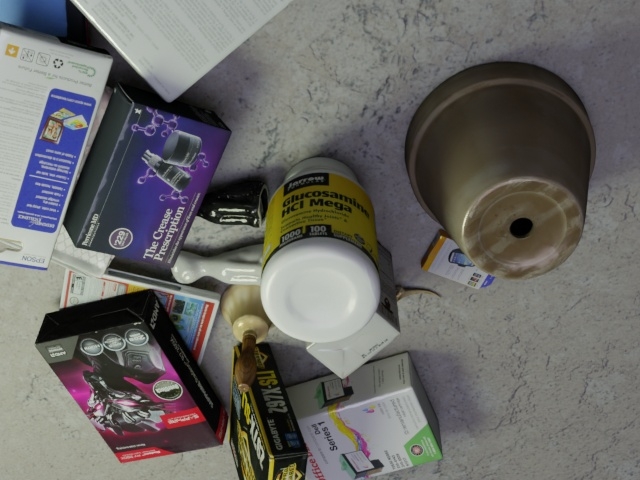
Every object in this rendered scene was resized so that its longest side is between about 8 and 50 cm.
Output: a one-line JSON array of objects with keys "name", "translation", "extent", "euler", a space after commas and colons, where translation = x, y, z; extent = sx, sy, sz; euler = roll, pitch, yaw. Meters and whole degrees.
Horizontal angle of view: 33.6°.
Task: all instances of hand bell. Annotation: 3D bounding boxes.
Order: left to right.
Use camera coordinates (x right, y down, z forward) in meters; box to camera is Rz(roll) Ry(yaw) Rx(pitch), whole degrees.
[{"name": "hand bell", "translation": [-0.131, 0.187, 1.923], "extent": [0.126, 0.242, 0.126], "euler": [0, 122, 1]}]

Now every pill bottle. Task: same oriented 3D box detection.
[{"name": "pill bottle", "translation": [0.000, 0.000, 1.749], "extent": [0.188, 0.334, 0.188], "euler": [0, 122, 0]}]

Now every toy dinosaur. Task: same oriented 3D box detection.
[{"name": "toy dinosaur", "translation": [0.132, 0.103, 1.985], "extent": [0.183, 0.053, 0.092], "euler": [-20, 149, -5]}]

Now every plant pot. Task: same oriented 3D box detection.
[{"name": "plant pot", "translation": [0.309, -0.089, 1.726], "extent": [0.323, 0.280, 0.323], "euler": [-1, 122, -1]}]

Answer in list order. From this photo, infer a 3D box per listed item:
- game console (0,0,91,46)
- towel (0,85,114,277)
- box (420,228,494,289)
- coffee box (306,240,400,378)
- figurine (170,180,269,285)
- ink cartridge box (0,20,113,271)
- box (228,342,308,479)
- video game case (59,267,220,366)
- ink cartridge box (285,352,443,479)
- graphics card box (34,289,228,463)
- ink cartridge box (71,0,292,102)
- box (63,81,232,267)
[{"name": "game console", "translation": [-0.533, -0.439, 1.637], "extent": [0.342, 0.060, 0.386], "euler": [3, 122, -2]}, {"name": "towel", "translation": [-0.422, -0.117, 1.750], "extent": [0.332, 0.053, 0.317], "euler": [27, 102, -36]}, {"name": "box", "translation": [0.263, 0.038, 1.955], "extent": [0.136, 0.028, 0.081], "euler": [19, 120, -14]}, {"name": "coffee box", "translation": [0.053, 0.103, 1.865], "extent": [0.141, 0.246, 0.098], "euler": [-40, 115, 21]}, {"name": "figurine", "translation": [-0.194, -0.004, 1.904], "extent": [0.209, 0.092, 0.215], "euler": [0, 123, 10]}, {"name": "ink cartridge box", "translation": [-0.462, -0.140, 1.644], "extent": [0.175, 0.069, 0.371], "euler": [12, 106, -30]}, {"name": "box", "translation": [-0.106, 0.390, 2.003], "extent": [0.079, 0.322, 0.257], "euler": [-2, 123, -16]}, {"name": "video game case", "translation": [-0.347, 0.141, 2.000], "extent": [0.285, 0.025, 0.204], "euler": [14, 133, -8]}, {"name": "ink cartridge box", "translation": [0.079, 0.365, 2.107], "extent": [0.278, 0.117, 0.201], "euler": [-18, 120, 12]}, {"name": "graphics card box", "translation": [-0.353, 0.270, 2.032], "extent": [0.232, 0.094, 0.371], "euler": [-12, 127, 15]}, {"name": "ink cartridge box", "translation": [-0.192, -0.445, 1.614], "extent": [0.385, 0.091, 0.308], "euler": [-40, 124, 3]}, {"name": "box", "translation": [-0.286, -0.103, 1.736], "extent": [0.184, 0.103, 0.261], "euler": [14, 110, -31]}]
